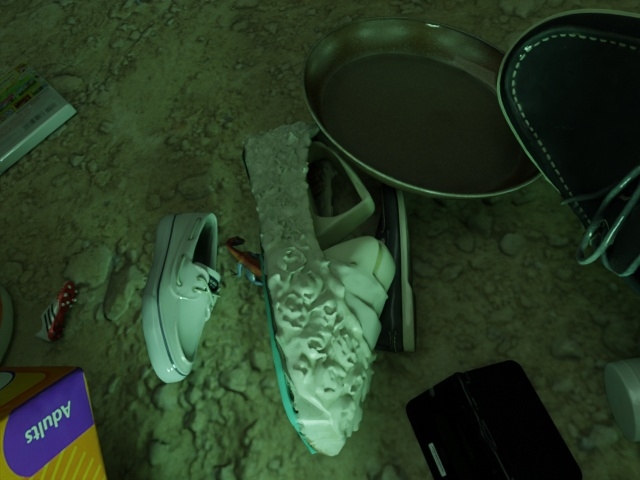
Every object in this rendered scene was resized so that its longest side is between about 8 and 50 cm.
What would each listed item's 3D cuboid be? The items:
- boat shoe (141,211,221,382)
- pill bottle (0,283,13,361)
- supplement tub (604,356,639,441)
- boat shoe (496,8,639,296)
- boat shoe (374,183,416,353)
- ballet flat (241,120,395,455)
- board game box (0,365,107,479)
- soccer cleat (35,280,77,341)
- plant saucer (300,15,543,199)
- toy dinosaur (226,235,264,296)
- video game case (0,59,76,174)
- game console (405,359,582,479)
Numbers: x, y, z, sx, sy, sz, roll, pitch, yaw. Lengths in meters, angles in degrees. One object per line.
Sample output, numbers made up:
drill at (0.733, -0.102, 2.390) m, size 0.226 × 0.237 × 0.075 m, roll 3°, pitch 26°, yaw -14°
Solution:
boat shoe at (-0.157, 0.052, 0.629) m, size 0.076 × 0.083 × 0.226 m, roll -16°, pitch 57°, yaw 8°
pill bottle at (-0.560, 0.054, 0.562) m, size 0.224 × 0.392 × 0.224 m, roll -7°, pitch 60°, yaw 12°
supplement tub at (0.313, 0.131, 0.453) m, size 0.107 × 0.071 × 0.071 m, roll -12°, pitch 58°, yaw 10°
boat shoe at (0.297, -0.037, 0.410) m, size 0.187 × 0.156 × 0.500 m, roll -54°, pitch 47°, yaw 34°
boat shoe at (0.069, 0.022, 0.586) m, size 0.065 × 0.075 × 0.206 m, roll -6°, pitch 65°, yaw 13°
ballet flat at (0.000, 0.000, 0.550) m, size 0.147 × 0.147 × 0.409 m, roll -20°, pitch 49°, yaw 4°
board game box at (-0.363, 0.310, 0.297) m, size 0.356 × 0.356 × 0.356 m, roll -4°, pitch 101°, yaw 14°
soccer cleat at (-0.348, 0.092, 0.696) m, size 0.036 × 0.029 × 0.083 m, roll 1°, pitch 66°, yaw 12°
plant saucer at (0.128, -0.159, 0.635) m, size 0.311 × 0.050 × 0.310 m, roll 5°, pitch 54°, yaw -7°
toy dinosaur at (-0.081, 0.023, 0.636) m, size 0.082 × 0.090 × 0.047 m, roll 47°, pitch 62°, yaw 1°
video game case at (-0.567, -0.204, 0.932) m, size 0.227 × 0.026 × 0.206 m, roll -45°, pitch 59°, yaw -10°
game console at (0.158, 0.189, 0.500) m, size 0.107 × 0.071 × 0.122 m, roll -42°, pitch 52°, yaw 27°
